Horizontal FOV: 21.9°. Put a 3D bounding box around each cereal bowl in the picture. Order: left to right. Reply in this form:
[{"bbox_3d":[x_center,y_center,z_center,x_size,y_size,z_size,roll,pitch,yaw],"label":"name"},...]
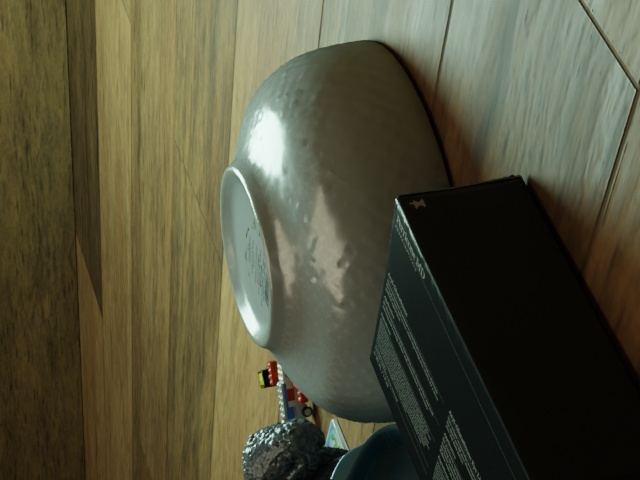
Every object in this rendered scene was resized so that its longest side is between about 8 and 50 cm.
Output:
[{"bbox_3d":[0.000,0.000,1.435,0.339,0.141,0.339,170,90,-74],"label":"cereal bowl"}]

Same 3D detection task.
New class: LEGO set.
[{"bbox_3d":[-0.030,0.215,1.845,0.182,0.060,0.244,103,153,-47],"label":"LEGO set"}]

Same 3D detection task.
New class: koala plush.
[{"bbox_3d":[0.073,0.230,1.336,0.221,0.203,0.196,-29,58,52],"label":"koala plush"}]

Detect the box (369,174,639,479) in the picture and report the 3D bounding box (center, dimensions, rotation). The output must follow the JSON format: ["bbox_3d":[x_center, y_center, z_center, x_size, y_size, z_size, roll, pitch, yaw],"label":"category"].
[{"bbox_3d":[0.128,0.114,1.128,0.184,0.103,0.261,94,160,-49],"label":"box"}]

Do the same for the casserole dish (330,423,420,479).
[{"bbox_3d":[0.095,0.212,1.221,0.114,0.188,0.037,-63,-19,-5],"label":"casserole dish"}]
